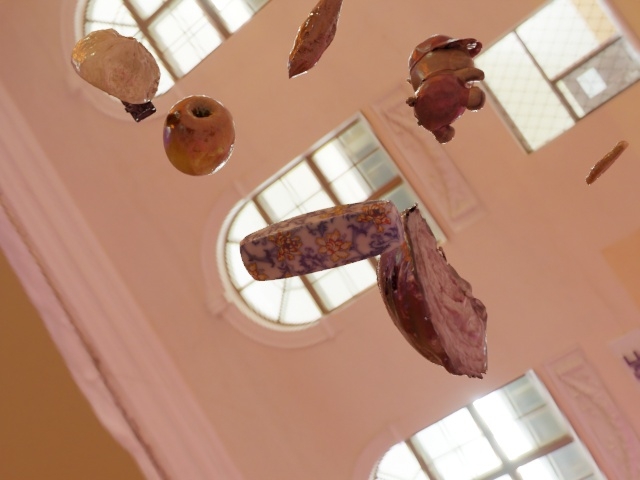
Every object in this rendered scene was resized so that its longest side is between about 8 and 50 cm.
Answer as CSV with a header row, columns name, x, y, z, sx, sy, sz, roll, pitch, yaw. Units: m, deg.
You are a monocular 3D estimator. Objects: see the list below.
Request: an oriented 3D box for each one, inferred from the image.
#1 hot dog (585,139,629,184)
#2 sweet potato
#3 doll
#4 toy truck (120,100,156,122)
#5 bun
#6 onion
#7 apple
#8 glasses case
name,x,y,z,sx,sy,sz,roll,pitch,yaw
hot dog,0.668,-0.183,1.859,0.028,0.137,0.044,46,-136,12
sweet potato,0.000,-0.355,1.311,0.060,0.205,0.068,26,170,-20
doll,0.283,-0.358,1.786,0.152,0.196,0.255,49,-149,-42
toy truck,-0.559,-0.452,2.268,0.121,0.088,0.259,56,174,25
bun,-0.476,-0.426,1.885,0.221,0.134,0.220,27,-157,-12
onion,0.175,0.110,1.386,0.314,0.146,0.280,61,-156,-14
apple,-0.363,-0.306,2.354,0.237,0.207,0.236,6,-132,-7
glasses case,0.000,0.000,1.173,0.065,0.248,0.086,-77,-29,-56
